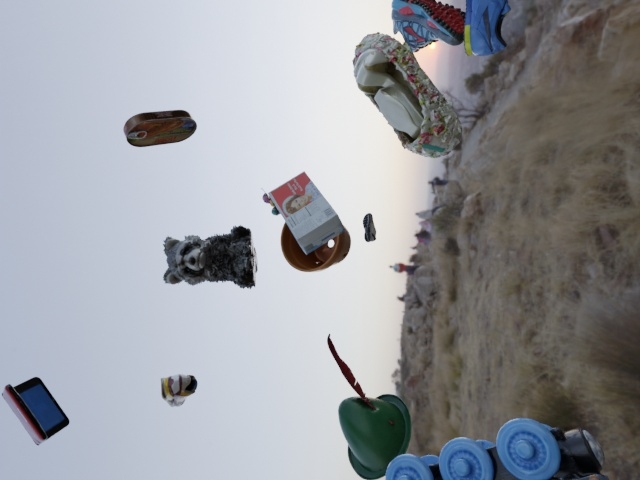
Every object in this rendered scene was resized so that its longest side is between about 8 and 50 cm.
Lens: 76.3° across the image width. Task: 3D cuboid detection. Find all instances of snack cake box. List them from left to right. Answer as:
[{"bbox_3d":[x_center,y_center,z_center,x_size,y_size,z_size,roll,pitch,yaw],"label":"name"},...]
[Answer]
[{"bbox_3d":[-0.051,-0.098,1.351,0.264,0.152,0.089,57,179,41],"label":"snack cake box"}]

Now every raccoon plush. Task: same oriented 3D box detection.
[{"bbox_3d":[-0.391,0.101,1.506,0.446,0.299,0.216,100,164,-68],"label":"raccoon plush"}]

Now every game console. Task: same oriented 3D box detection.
[{"bbox_3d":[-0.635,0.374,0.923,0.144,0.124,0.085,53,-139,1],"label":"game console"}]

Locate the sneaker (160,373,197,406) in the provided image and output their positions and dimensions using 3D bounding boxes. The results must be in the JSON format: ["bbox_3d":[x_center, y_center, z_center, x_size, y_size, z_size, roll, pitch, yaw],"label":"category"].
[{"bbox_3d":[-0.371,0.407,1.108,0.185,0.083,0.070,99,160,-63],"label":"sneaker"}]

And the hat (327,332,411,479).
[{"bbox_3d":[0.056,0.347,0.833,0.173,0.183,0.208,-49,18,-2],"label":"hat"}]

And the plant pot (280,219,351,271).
[{"bbox_3d":[0.000,0.000,1.772,0.203,0.290,0.291,15,-103,-59],"label":"plant pot"}]

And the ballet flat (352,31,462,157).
[{"bbox_3d":[0.095,-0.203,0.540,0.241,0.077,0.091,58,141,30],"label":"ballet flat"}]

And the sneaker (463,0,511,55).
[{"bbox_3d":[0.308,-0.451,0.744,0.069,0.082,0.209,-30,-62,-46],"label":"sneaker"}]

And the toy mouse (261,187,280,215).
[{"bbox_3d":[-0.220,-0.157,1.811,0.161,0.031,0.143,52,-167,-29],"label":"toy mouse"}]

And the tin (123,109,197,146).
[{"bbox_3d":[-0.425,-0.299,1.087,0.189,0.106,0.040,-20,-109,-38],"label":"tin"}]

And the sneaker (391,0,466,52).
[{"bbox_3d":[0.280,-0.548,1.060,0.262,0.104,0.125,55,156,37],"label":"sneaker"}]

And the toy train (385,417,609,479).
[{"bbox_3d":[0.132,0.209,0.313,0.080,0.184,0.105,34,-147,-46],"label":"toy train"}]

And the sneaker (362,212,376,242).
[{"bbox_3d":[0.182,-0.047,1.493,0.043,0.040,0.109,1,-92,-41],"label":"sneaker"}]
